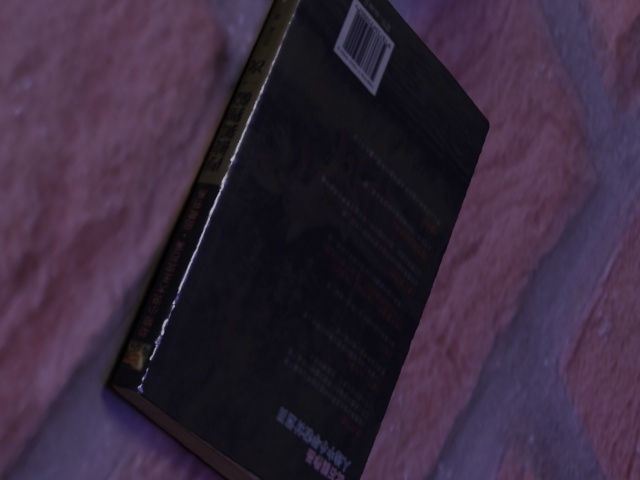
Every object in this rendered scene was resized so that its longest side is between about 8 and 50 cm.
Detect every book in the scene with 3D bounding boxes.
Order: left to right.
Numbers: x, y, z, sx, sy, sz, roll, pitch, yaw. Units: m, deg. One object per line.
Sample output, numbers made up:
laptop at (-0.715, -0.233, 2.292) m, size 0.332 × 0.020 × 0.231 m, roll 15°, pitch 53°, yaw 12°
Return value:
book at (0.000, 0.000, 0.757) m, size 0.160 × 0.024 × 0.228 m, roll 45°, pitch 59°, yaw -44°
